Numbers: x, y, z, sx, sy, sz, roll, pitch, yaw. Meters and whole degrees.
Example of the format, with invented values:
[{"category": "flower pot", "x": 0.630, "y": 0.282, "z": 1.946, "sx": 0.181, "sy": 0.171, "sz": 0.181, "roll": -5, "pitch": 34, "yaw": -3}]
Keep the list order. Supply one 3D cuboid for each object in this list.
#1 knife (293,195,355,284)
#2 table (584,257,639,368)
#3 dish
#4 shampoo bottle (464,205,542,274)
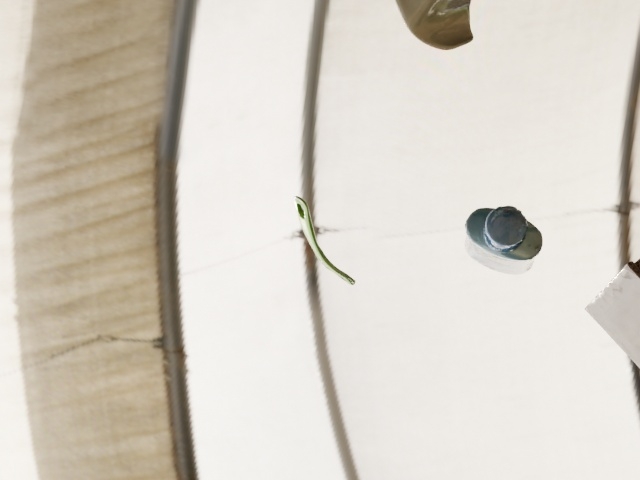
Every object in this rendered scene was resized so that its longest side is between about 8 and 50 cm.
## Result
[{"category": "knife", "x": -0.002, "y": 0.002, "z": 1.444, "sx": 0.022, "sy": 0.078, "sz": 0.166, "roll": -47, "pitch": -41, "yaw": -16}, {"category": "table", "x": 0.504, "y": 0.068, "z": 1.461, "sx": 0.193, "sy": 0.172, "sz": 0.169, "roll": -35, "pitch": -15, "yaw": -19}, {"category": "dish", "x": 0.147, "y": -0.361, "z": 1.373, "sx": 0.154, "sy": 0.064, "sz": 0.234, "roll": -31, "pitch": -78, "yaw": -46}, {"category": "shampoo bottle", "x": 0.242, "y": -0.001, "z": 1.434, "sx": 0.258, "sy": 0.104, "sz": 0.061, "roll": 46, "pitch": -114, "yaw": -79}]
